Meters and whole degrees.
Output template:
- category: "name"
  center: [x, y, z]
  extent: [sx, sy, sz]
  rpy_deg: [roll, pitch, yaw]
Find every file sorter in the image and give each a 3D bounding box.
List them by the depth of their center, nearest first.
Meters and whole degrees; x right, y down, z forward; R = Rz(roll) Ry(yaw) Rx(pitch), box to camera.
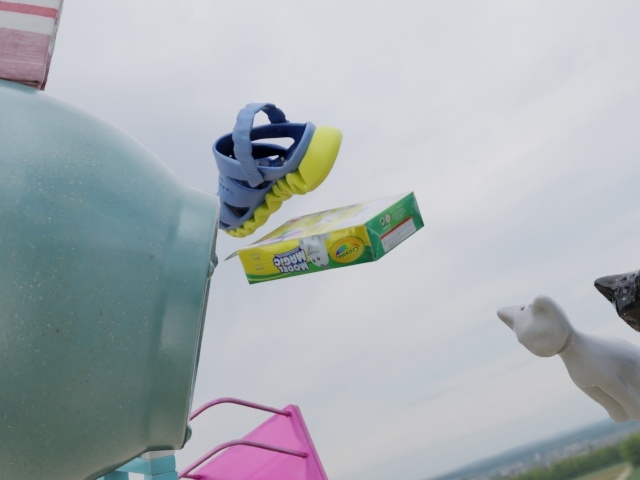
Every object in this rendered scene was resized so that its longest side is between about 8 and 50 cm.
- category: "file sorter"
  center: [-0.105, 0.379, 1.312]
  extent: [0.202, 0.290, 0.182]
  rpy_deg: [-38, -35, 20]

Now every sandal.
- category: "sandal"
  center: [-0.095, -0.107, 1.415]
  extent: [0.138, 0.126, 0.317]
  rpy_deg: [31, -34, -16]

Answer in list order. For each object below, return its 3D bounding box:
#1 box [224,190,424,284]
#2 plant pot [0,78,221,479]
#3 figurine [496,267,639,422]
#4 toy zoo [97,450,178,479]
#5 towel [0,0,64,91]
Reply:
- category: "box"
  center: [0.000, 0.000, 0.984]
  extent: [0.179, 0.043, 0.105]
  rpy_deg: [-9, 14, 37]
- category: "plant pot"
  center: [-0.171, 0.041, 0.663]
  extent: [0.196, 0.293, 0.293]
  rpy_deg: [8, -21, -5]
- category: "figurine"
  center: [0.321, 0.102, 1.052]
  extent: [0.209, 0.092, 0.215]
  rpy_deg: [34, -35, -27]
- category: "toy zoo"
  center: [-0.197, 0.207, 0.932]
  extent: [0.030, 0.293, 0.192]
  rpy_deg: [-2, -4, -41]
- category: "towel"
  center: [-0.339, -0.255, 0.880]
  extent: [0.237, 0.328, 0.037]
  rpy_deg: [8, -39, -10]
